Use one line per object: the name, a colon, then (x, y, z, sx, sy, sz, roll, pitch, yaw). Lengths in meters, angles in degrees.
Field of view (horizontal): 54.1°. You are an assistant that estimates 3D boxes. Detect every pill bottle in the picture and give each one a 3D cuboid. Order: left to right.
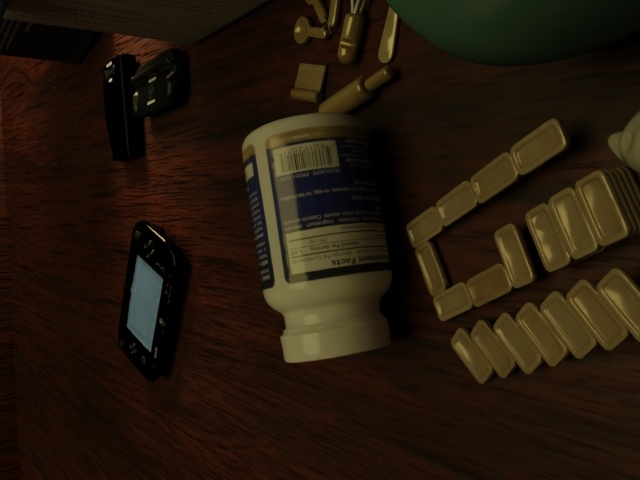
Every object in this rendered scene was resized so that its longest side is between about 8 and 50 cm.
pill bottle: (0.000, 0.000, 0.729, 0.153, 0.153, 0.265, -16, 80, 52)

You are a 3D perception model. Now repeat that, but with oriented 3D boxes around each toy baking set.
toy baking set: (0.029, -0.254, 0.768, 0.256, 0.030, 0.197, -15, 81, 52)

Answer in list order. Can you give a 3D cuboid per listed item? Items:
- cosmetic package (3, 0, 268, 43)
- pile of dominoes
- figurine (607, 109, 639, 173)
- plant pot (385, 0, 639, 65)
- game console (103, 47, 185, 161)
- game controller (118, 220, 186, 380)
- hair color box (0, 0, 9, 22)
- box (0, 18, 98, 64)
cosmetic package: (-0.237, -0.495, 0.851, 0.393, 0.327, 0.329, -3, 91, 52)
pile of dominoes: (0.193, 0.023, 0.594, 0.251, 0.040, 0.196, -41, 62, 56)
figurine: (0.303, -0.064, 0.396, 0.215, 0.092, 0.209, -53, 45, 42)
plant pot: (0.154, -0.257, 0.411, 0.235, 0.293, 0.293, -44, 58, 61)
game console: (-0.361, -0.282, 1.266, 0.361, 0.044, 0.213, -1, 94, 53)
game controller: (-0.343, 0.124, 1.259, 0.166, 0.067, 0.319, 40, 124, 43)
hair color box: (-0.507, -0.466, 0.793, 0.105, 0.174, 0.347, -18, 78, 52)
box: (-0.771, -0.696, 1.409, 0.297, 0.471, 0.480, -15, 81, 51)
